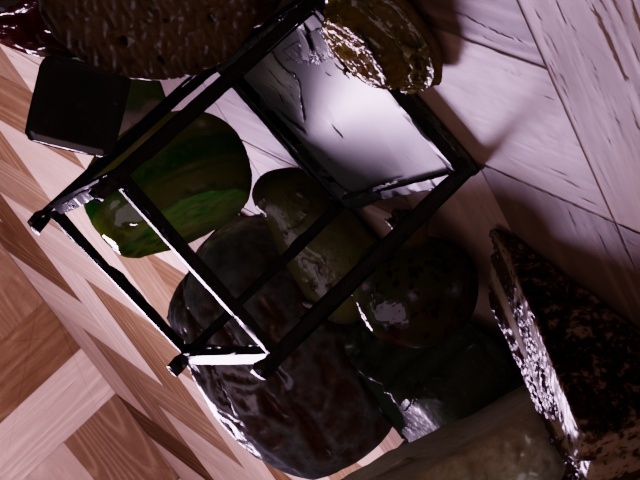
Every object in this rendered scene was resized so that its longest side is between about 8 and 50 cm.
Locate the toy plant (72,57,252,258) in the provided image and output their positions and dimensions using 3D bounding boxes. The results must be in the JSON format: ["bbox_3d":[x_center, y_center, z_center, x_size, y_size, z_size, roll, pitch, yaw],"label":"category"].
[{"bbox_3d":[-0.207,-0.153,1.918,0.316,0.184,0.224,64,-170,13],"label":"toy plant"}]

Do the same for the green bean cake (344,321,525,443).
[{"bbox_3d":[0.139,0.171,1.887,0.227,0.125,0.222,26,157,55],"label":"green bean cake"}]

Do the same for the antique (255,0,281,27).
[{"bbox_3d":[-0.075,-0.225,1.508,0.104,0.104,0.104,42,164,15],"label":"antique"}]

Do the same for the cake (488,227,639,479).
[{"bbox_3d":[0.246,0.093,1.574,0.112,0.135,0.246,88,167,-50],"label":"cake"}]

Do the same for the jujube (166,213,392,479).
[{"bbox_3d":[-0.041,0.110,2.036,0.308,0.215,0.246,56,-167,-25],"label":"jujube"}]

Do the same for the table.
[{"bbox_3d":[-0.075,-0.041,1.639,0.222,0.272,0.335,48,164,-9],"label":"table"}]

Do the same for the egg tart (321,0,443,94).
[{"bbox_3d":[0.044,-0.163,1.441,0.130,0.052,0.130,39,161,16],"label":"egg tart"}]

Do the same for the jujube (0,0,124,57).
[{"bbox_3d":[-0.232,-0.282,1.569,0.223,0.223,0.318,47,159,-4],"label":"jujube"}]

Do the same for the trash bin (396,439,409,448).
[{"bbox_3d":[0.215,0.419,2.068,0.381,0.259,0.295,36,161,23],"label":"trash bin"}]

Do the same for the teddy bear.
[{"bbox_3d":[0.235,0.319,1.663,0.362,0.375,0.327,61,173,-1],"label":"teddy bear"}]

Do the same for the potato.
[{"bbox_3d":[0.000,0.000,1.887,0.188,0.105,0.085,52,-158,-6],"label":"potato"}]

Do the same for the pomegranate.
[{"bbox_3d":[0.089,0.043,1.707,0.130,0.130,0.130,42,164,15],"label":"pomegranate"}]

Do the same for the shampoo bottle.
[{"bbox_3d":[-0.227,-0.122,1.628,0.080,0.079,0.246,14,-179,-10],"label":"shampoo bottle"}]

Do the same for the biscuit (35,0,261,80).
[{"bbox_3d":[-0.140,-0.207,1.441,0.027,0.188,0.188,-91,-21,-46],"label":"biscuit"}]

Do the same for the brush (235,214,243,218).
[{"bbox_3d":[-0.047,0.024,2.196,0.196,0.021,0.070,43,165,21],"label":"brush"}]
